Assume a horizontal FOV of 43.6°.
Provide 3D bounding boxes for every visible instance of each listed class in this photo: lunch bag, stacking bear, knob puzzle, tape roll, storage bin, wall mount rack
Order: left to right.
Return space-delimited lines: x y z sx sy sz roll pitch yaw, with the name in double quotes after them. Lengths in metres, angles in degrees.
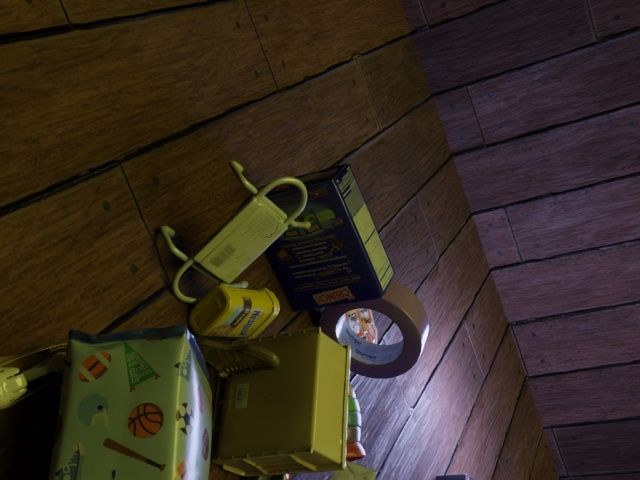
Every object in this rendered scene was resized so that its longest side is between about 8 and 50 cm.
-0.288 0.353 1.289 0.385 0.239 0.328 81 9 -63 "lunch bag"
-0.158 -0.004 1.694 0.304 0.350 0.130 41 9 -44 "wall mount rack"
-0.085 0.336 1.646 0.123 0.260 0.262 42 43 -48 "storage bin"
0.009 0.384 1.916 0.175 0.164 0.289 24 53 -56 "stacking bear"
0.127 0.273 2.297 0.213 0.030 0.213 34 49 -51 "knob puzzle"
0.138 0.227 2.079 0.275 0.275 0.090 64 31 -22 "tape roll"

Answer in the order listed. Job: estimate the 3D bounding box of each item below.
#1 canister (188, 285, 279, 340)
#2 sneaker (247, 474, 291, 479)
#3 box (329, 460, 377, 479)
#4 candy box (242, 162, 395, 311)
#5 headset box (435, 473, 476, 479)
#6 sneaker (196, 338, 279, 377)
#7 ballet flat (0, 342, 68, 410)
-0.184 0.154 1.697 0.170 0.126 0.073 13 36 -56 "canister"
-0.101 0.453 1.766 0.118 0.107 0.279 73 22 -50 "sneaker"
0.045 0.661 1.788 0.169 0.087 0.290 -47 146 -57 "box"
0.000 0.000 1.942 0.122 0.268 0.317 -48 120 -53 "candy box"
0.459 0.876 2.536 0.293 0.110 0.218 41 44 -47 "headset box"
-0.176 0.251 1.611 0.066 0.188 0.071 69 32 -51 "sneaker"
-0.460 0.205 1.228 0.232 0.073 0.080 -31 105 -60 "ballet flat"
